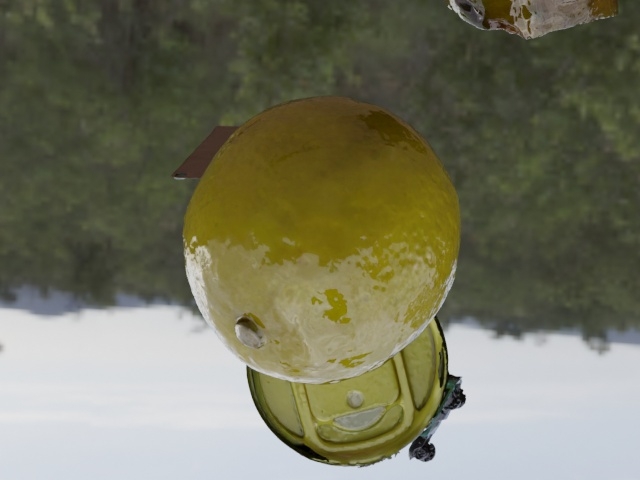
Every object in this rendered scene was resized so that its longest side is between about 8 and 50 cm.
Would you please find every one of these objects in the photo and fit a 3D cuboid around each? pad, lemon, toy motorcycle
[{"bbox_3d":[-0.129,-0.126,1.945,0.113,0.006,0.188,2,-152,17],"label":"pad"},{"bbox_3d":[0.000,0.000,1.575,0.348,0.348,0.348,4,178,0],"label":"lemon"},{"bbox_3d":[0.178,0.285,2.274,0.100,0.173,0.058,30,-175,19],"label":"toy motorcycle"}]

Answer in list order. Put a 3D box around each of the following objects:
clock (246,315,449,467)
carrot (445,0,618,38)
[{"bbox_3d":[0.035,0.164,1.872,0.277,0.293,0.071,-7,178,-3],"label":"clock"},{"bbox_3d":[0.253,-0.425,1.694,0.241,0.341,0.241,-9,-149,5],"label":"carrot"}]
